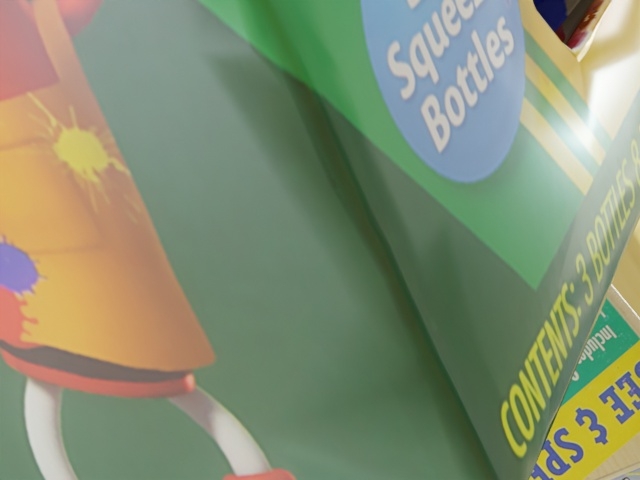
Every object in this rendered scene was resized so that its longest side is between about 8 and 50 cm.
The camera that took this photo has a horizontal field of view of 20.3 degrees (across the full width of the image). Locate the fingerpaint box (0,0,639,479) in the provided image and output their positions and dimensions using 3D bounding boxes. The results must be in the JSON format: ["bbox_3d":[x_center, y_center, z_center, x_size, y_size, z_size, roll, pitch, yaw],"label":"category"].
[{"bbox_3d":[-0.014,-0.201,0.477,0.163,0.371,0.445,-10,28,31],"label":"fingerpaint box"}]

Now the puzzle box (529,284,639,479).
[{"bbox_3d":[-0.030,0.166,0.674,0.409,0.272,0.052,-40,3,0],"label":"puzzle box"}]
